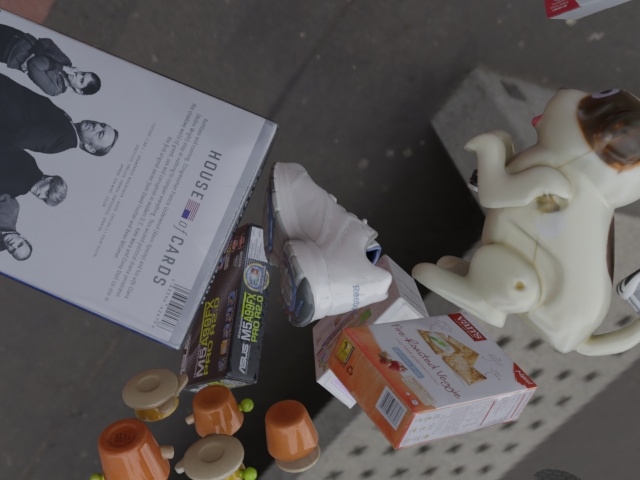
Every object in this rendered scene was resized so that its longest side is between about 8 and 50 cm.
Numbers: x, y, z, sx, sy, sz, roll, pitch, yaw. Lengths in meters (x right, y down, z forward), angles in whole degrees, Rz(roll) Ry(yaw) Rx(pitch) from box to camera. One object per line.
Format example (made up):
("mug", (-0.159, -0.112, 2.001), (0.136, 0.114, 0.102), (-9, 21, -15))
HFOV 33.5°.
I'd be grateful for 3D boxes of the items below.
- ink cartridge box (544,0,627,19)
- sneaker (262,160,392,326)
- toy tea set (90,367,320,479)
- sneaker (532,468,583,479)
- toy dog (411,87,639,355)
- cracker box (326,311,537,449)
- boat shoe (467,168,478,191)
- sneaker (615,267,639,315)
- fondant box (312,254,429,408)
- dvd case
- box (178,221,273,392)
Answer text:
("ink cartridge box", (0.394, -0.433, 1.593), (0.072, 0.175, 0.127), (-7, 177, -37))
("sneaker", (0.000, 0.000, 1.311), (0.129, 0.297, 0.111), (-3, 127, -13))
("toy tea set", (-0.165, 0.305, 1.536), (0.336, 0.200, 0.124), (7, 128, 26))
("sneaker", (0.309, 0.386, 1.223), (0.086, 0.226, 0.163), (1, 104, -16))
("toy dog", (0.386, -0.050, 1.678), (0.408, 0.395, 0.284), (-63, 156, 11))
("cracker box", (0.145, 0.173, 1.366), (0.232, 0.156, 0.067), (-3, 129, -41))
("boat shoe", (0.336, -0.097, 1.965), (0.046, 0.125, 0.038), (-37, 147, -67))
("sneaker", (0.621, 0.070, 1.792), (0.228, 0.132, 0.086), (-33, 170, -7))
("fondant box", (0.099, 0.180, 2.216), (0.096, 0.330, 0.238), (42, 99, -10))
("dvd case", (-0.173, -0.048, 0.773), (0.029, 0.238, 0.179), (81, 33, -83))
("box", (-0.164, 0.123, 1.853), (0.060, 0.270, 0.216), (17, 161, -27))
